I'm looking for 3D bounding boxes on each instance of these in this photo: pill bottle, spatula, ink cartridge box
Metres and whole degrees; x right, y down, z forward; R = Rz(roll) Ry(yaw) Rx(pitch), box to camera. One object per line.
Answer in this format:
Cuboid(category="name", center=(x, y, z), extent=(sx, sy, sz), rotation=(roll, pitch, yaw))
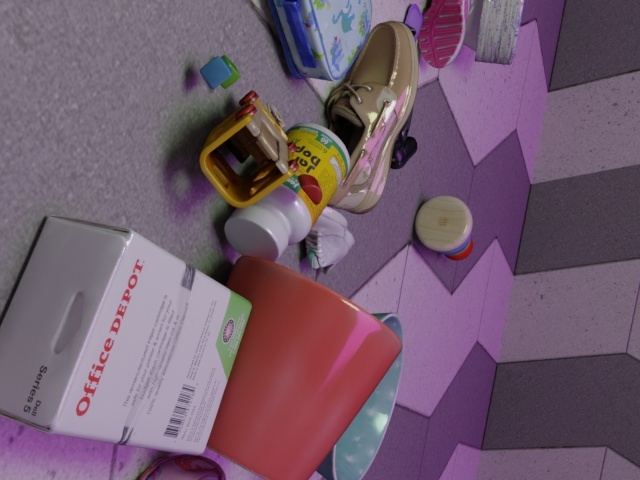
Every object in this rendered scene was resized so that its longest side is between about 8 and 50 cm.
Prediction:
Cuboid(category="pill bottle", center=(-0.049, -0.067, 1.031), extent=(0.208, 0.118, 0.117), rotation=(-56, 147, -37))
Cuboid(category="spatula", center=(0.181, -0.343, 1.466), extent=(0.084, 0.030, 0.296), rotation=(34, 57, -63))
Cuboid(category="ink cartridge box", center=(-0.207, 0.114, 0.782), extent=(0.273, 0.115, 0.198), rotation=(45, 60, -61))

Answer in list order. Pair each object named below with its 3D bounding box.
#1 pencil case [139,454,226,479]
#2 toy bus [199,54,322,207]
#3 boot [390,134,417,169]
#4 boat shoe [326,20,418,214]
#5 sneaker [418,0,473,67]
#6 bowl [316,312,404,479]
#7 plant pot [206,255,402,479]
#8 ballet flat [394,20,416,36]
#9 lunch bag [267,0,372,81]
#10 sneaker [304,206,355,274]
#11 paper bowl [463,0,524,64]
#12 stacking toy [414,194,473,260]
Cuboid(category="pencil case", center=(-0.185, 0.435, 0.962), extent=(0.124, 0.124, 0.284), rotation=(-25, 122, -60))
Cuboid(category="toy bus", center=(-0.098, -0.117, 0.920), extent=(0.104, 0.191, 0.202), rotation=(-35, 153, 9))
Cuboid(category="boot", center=(0.167, -0.218, 1.510), extent=(0.121, 0.045, 0.099), rotation=(-54, 140, -44))
Cuboid(category="boat shoe", center=(0.075, -0.218, 1.220), extent=(0.110, 0.122, 0.341), rotation=(13, 88, -43))
Cuboid(category="sneaker", center=(0.286, -0.499, 1.561), extent=(0.111, 0.103, 0.252), rotation=(0, 101, -63))
Cuboid(category="bowl", center=(0.020, 0.258, 1.255), extent=(0.311, 0.163, 0.311), rotation=(-42, 138, -52))
Cuboid(category="plant pot", center=(-0.059, 0.190, 0.989), extent=(0.243, 0.275, 0.275), rotation=(-60, 151, -14))
Cuboid(category="ballet flat", center=(0.130, -0.374, 1.352), extent=(0.173, 0.049, 0.057), rotation=(-53, 144, -43))
Cuboid(category="lunch bag", center=(-0.003, -0.352, 1.036), extent=(0.176, 0.090, 0.219), rotation=(-64, 151, -29))
Cuboid(category="sneaker", center=(0.000, 0.000, 1.223), extent=(0.094, 0.080, 0.212), rotation=(-60, 153, -11))
Cuboid(category="paper bowl", center=(0.402, -0.564, 1.684), extent=(0.284, 0.148, 0.284), rotation=(9, 90, -78))
Cuboid(category="stacking toy", center=(0.347, -0.013, 1.877), extent=(0.330, 0.141, 0.141), rotation=(31, 72, -67))
